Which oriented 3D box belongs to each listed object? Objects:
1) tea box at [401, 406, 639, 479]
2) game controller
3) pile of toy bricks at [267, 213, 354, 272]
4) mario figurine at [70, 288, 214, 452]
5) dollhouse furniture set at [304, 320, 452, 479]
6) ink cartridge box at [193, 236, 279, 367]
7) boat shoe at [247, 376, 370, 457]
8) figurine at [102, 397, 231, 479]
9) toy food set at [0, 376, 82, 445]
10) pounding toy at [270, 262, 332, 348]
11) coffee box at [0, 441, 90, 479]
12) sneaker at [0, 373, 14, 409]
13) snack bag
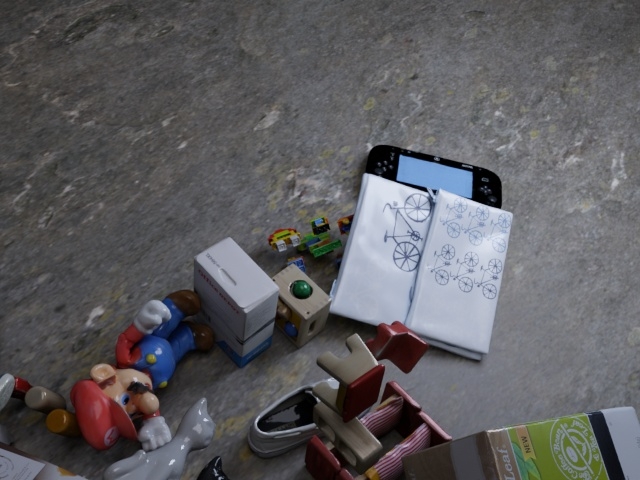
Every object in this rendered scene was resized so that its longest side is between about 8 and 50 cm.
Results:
[{"bbox_3d":[0.338,0.445,1.157,0.324,0.220,0.329,-1,67,-31],"label":"tea box"},{"bbox_3d":[0.261,-0.138,1.789,0.319,0.067,0.166,14,51,0],"label":"game controller"},{"bbox_3d":[0.000,0.000,1.627,0.212,0.118,0.105,-20,23,-11],"label":"pile of toy bricks"},{"bbox_3d":[-0.279,0.230,1.324,0.198,0.170,0.320,44,44,-7],"label":"mario figurine"},{"bbox_3d":[0.104,0.285,1.239,0.201,0.374,0.152,-30,59,-27],"label":"dollhouse furniture set"},{"bbox_3d":[-0.158,0.116,1.426,0.086,0.203,0.148,-33,65,-30],"label":"ink cartridge box"},{"bbox_3d":[-0.008,0.295,1.388,0.268,0.088,0.096,-18,57,-22],"label":"boat shoe"},{"bbox_3d":[-0.221,0.376,1.203,0.092,0.215,0.209,13,35,31],"label":"figurine"},{"bbox_3d":[-0.517,0.298,1.308,0.232,0.104,0.111,-12,67,3],"label":"toy food set"},{"bbox_3d":[-0.062,0.118,1.481,0.100,0.141,0.130,-35,65,-31],"label":"pounding toy"},{"bbox_3d":[-0.452,0.407,1.168,0.247,0.141,0.098,22,21,6],"label":"coffee box"},{"bbox_3d":[-0.563,0.265,1.238,0.085,0.058,0.152,31,82,9],"label":"sneaker"},{"bbox_3d":[0.206,0.040,1.565,0.343,0.037,0.323,18,72,-7],"label":"snack bag"}]
